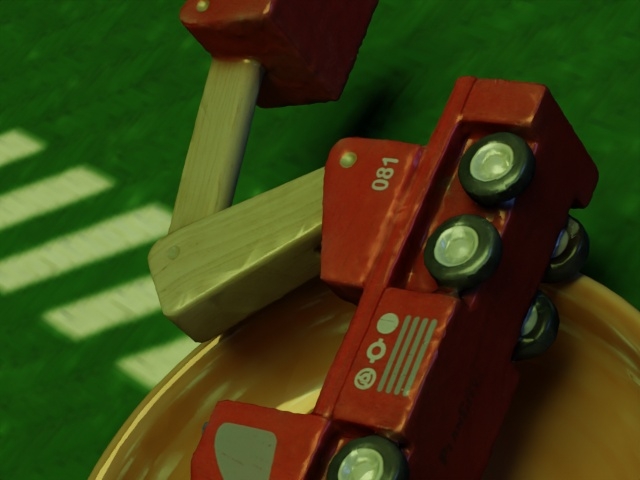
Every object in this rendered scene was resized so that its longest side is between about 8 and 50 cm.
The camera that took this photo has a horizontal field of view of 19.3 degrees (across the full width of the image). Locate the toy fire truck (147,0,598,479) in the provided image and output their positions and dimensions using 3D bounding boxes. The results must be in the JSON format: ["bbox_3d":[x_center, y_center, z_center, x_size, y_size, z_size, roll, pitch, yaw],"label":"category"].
[{"bbox_3d":[0.000,0.000,0.511,0.135,0.047,0.192,8,64,36],"label":"toy fire truck"}]

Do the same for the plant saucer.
[{"bbox_3d":[0.017,0.095,0.492,0.200,0.037,0.200,-17,52,22],"label":"plant saucer"}]
